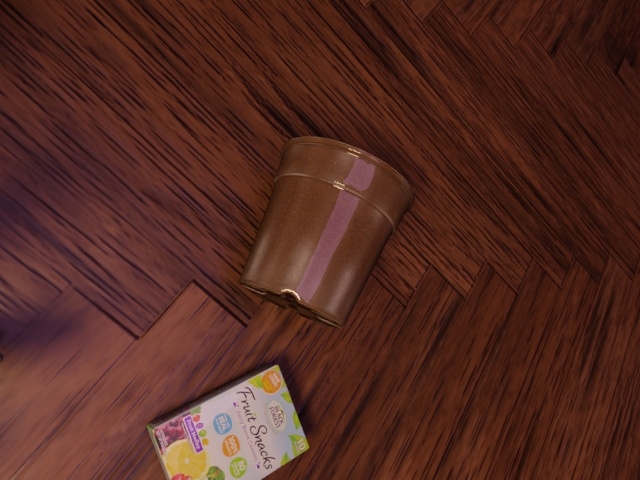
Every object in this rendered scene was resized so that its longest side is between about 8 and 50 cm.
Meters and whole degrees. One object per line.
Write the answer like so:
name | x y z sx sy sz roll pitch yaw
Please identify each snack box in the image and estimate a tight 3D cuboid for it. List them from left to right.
snack box | -0.093 0.206 0.476 0.141 0.037 0.100 -20 90 -31

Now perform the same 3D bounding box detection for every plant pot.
plant pot | 0.000 0.000 0.510 0.167 0.167 0.165 29 74 -20

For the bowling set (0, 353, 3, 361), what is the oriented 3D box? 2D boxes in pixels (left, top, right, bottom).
bowling set | -0.376 0.174 0.291 0.287 0.154 0.199 -2 98 -30
